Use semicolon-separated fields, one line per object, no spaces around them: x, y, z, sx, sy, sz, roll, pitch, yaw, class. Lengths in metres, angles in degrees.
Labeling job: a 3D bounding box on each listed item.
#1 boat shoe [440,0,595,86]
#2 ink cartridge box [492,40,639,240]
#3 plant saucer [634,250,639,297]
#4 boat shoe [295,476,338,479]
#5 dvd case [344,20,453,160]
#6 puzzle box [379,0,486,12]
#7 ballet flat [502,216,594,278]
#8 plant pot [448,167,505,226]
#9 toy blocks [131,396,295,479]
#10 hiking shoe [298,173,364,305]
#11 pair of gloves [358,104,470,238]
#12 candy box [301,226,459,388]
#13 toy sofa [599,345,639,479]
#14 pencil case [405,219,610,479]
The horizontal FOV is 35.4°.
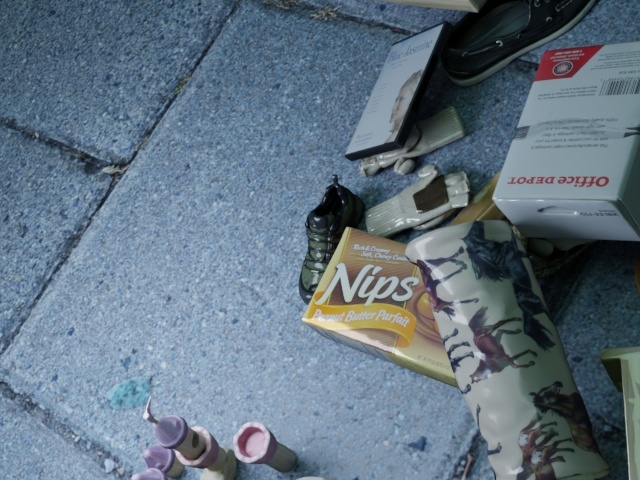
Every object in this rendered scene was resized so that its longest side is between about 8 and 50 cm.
0.355;-0.416;1.789;0.340;0.113;0.127;-32;55;10;boat shoe
0.388;-0.140;1.430;0.197;0.114;0.273;3;60;42;ink cartridge box
0.565;0.041;1.479;0.200;0.037;0.200;-12;60;22;plant saucer
0.092;0.424;1.474;0.340;0.158;0.127;-4;71;49;boat shoe
0.139;-0.266;1.801;0.180;0.022;0.253;-9;55;62;dvd case
0.225;-0.571;1.915;0.409;0.052;0.272;24;76;51;puzzle box
0.472;-0.107;1.519;0.483;0.164;0.182;-42;15;4;ballet flat
0.279;-0.064;1.602;0.032;0.236;0.236;43;88;-3;plant pot
-0.235;0.420;1.559;0.309;0.260;0.288;-6;62;25;toy blocks
0.000;0.000;1.751;0.086;0.114;0.227;5;67;30;hiking shoe
0.162;-0.124;1.773;0.204;0.042;0.240;-17;54;21;pair of gloves
0.146;0.109;1.631;0.316;0.087;0.183;17;74;34;candy box
0.474;0.317;1.307;0.177;0.150;0.362;-9;61;25;toy sofa
0.253;0.162;1.416;0.183;0.160;0.410;-42;63;55;pencil case
